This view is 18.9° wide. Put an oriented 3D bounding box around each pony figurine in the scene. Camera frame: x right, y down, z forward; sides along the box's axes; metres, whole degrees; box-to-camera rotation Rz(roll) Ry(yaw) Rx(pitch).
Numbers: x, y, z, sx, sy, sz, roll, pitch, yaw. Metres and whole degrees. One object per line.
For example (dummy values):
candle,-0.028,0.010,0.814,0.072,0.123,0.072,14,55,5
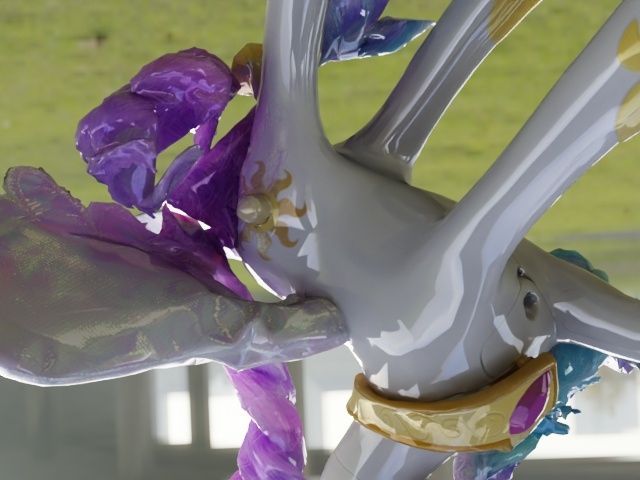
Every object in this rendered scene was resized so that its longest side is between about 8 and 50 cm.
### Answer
pony figurine,0.000,0.000,0.801,0.351,0.363,0.302,38,-159,33
